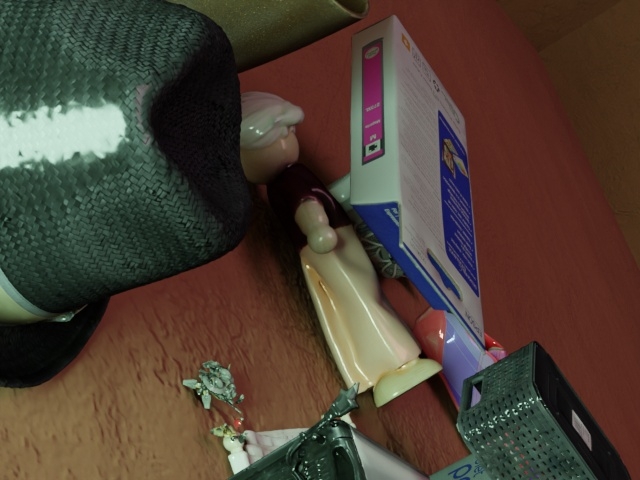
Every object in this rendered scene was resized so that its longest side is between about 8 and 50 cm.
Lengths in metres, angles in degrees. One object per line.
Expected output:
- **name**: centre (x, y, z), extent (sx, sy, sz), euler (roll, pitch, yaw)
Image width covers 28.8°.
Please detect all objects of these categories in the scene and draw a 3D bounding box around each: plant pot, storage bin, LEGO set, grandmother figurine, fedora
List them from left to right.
- **fedora**: centre (-0.131, -0.063, 0.773), extent (0.334, 0.152, 0.334), euler (-4, 90, -80)
- **plant pot**: centre (-0.113, -0.222, 1.077), extent (0.215, 0.230, 0.215), euler (49, 22, -27)
- **LEGO set**: centre (-0.074, 0.118, 0.963), extent (0.054, 0.023, 0.083), euler (9, 36, -48)
- **grandmother figurine**: centre (0.000, 0.000, 1.238), extent (0.342, 0.104, 0.208), euler (59, -8, 9)
- **storage bin**: centre (0.216, 0.201, 1.181), extent (0.180, 0.084, 0.122), euler (55, 20, -11)

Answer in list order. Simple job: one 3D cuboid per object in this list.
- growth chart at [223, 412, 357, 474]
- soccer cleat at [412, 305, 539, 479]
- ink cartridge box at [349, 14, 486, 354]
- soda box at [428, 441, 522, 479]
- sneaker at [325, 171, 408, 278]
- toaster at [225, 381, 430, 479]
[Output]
- **growth chart**: centre (0.002, 0.220, 1.025), extent (0.237, 0.021, 0.172), euler (4, 56, -63)
- **soccer cleat**: centre (0.195, 0.177, 1.432), extent (0.248, 0.095, 0.083), euler (59, 20, 0)
- **ink cartridge box**: centre (0.100, -0.061, 1.303), extent (0.176, 0.069, 0.371), euler (50, 26, -36)
- **soda box**: centre (0.138, 0.300, 1.116), extent (0.091, 0.098, 0.286), euler (54, 21, -11)
- **sneaker**: centre (0.088, -0.013, 1.435), extent (0.281, 0.105, 0.115), euler (21, 42, -60)
- **toaster**: centre (-0.002, 0.217, 0.784), extent (0.110, 0.186, 0.168), euler (34, 30, -40)
